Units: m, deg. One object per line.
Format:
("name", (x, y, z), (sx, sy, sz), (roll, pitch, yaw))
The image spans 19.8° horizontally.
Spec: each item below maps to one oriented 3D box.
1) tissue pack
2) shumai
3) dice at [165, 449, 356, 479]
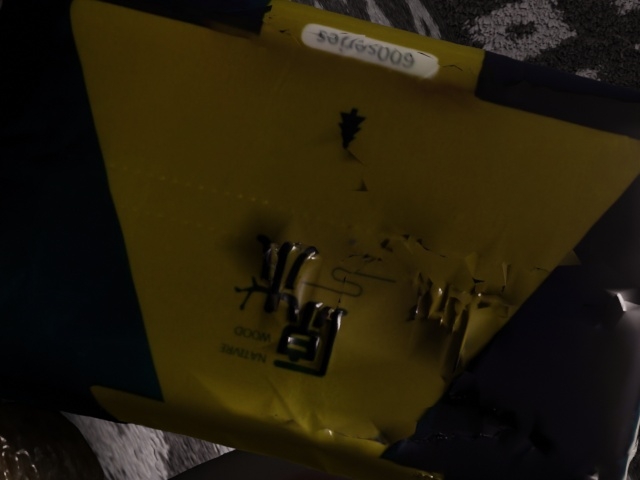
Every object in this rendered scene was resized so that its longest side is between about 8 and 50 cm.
("tissue pack", (0.000, 0.000, 1.095), (0.253, 0.417, 0.264), (58, 47, -89))
("shumai", (-0.203, 0.150, 1.077), (0.116, 0.145, 0.145), (15, -34, 51))
("dice", (0.005, 0.285, 1.239), (0.243, 0.259, 0.251), (45, 25, -54))
